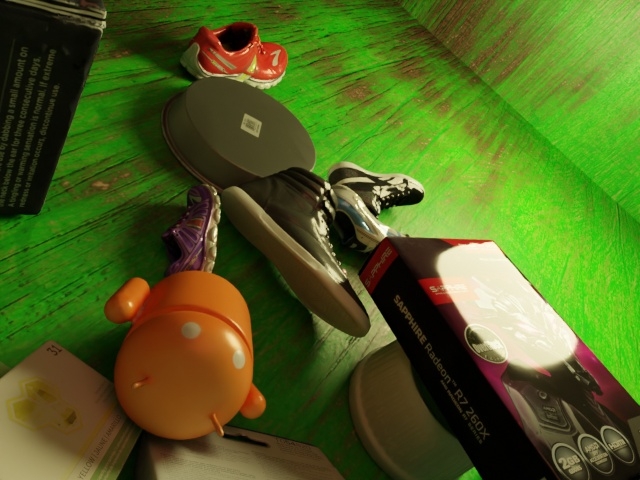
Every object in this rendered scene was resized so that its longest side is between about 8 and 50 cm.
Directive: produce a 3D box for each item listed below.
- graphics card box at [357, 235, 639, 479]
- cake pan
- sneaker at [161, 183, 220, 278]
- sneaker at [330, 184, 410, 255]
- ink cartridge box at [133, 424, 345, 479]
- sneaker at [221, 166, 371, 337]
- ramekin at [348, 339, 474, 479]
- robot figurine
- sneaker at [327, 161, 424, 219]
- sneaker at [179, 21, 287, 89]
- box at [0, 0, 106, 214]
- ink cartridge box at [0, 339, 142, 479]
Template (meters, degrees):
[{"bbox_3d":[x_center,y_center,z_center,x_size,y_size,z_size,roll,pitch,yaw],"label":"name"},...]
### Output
[{"bbox_3d":[0.233,0.148,0.654,0.233,0.094,0.370,2,43,-34],"label":"graphics card box"},{"bbox_3d":[-0.129,-0.183,0.901,0.293,0.054,0.293,23,41,-22],"label":"cake pan"},{"bbox_3d":[-0.176,-0.015,0.686,0.071,0.068,0.169,15,45,-23],"label":"sneaker"},{"bbox_3d":[0.089,0.000,0.904,0.237,0.085,0.086,38,68,-14],"label":"sneaker"},{"bbox_3d":[-0.058,0.240,0.478,0.223,0.224,0.045,22,86,-22],"label":"ink cartridge box"},{"bbox_3d":[0.000,0.000,0.763,0.147,0.104,0.295,-36,76,-30],"label":"sneaker"},{"bbox_3d":[0.152,0.222,0.703,0.207,0.109,0.207,23,41,-22],"label":"ramekin"},{"bbox_3d":[-0.130,0.109,0.515,0.128,0.158,0.219,-10,17,-6],"label":"robot figurine"},{"bbox_3d":[0.116,-0.071,0.995,0.217,0.079,0.121,10,50,-24],"label":"sneaker"},{"bbox_3d":[-0.146,-0.377,1.023,0.107,0.118,0.279,49,38,9],"label":"sneaker"},{"bbox_3d":[-0.523,-0.290,0.462,0.472,0.297,0.479,-1,54,-43],"label":"box"},{"bbox_3d":[-0.265,0.128,0.404,0.235,0.056,0.171,40,6,-9],"label":"ink cartridge box"}]
